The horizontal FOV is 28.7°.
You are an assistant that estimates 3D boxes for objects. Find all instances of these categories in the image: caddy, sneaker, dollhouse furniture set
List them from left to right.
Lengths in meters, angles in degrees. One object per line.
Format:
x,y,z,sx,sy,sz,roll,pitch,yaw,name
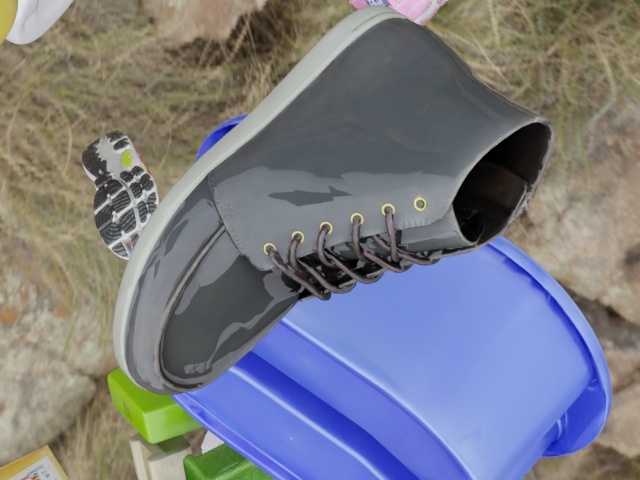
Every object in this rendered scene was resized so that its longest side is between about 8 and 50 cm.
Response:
-0.275,-0.058,1.891,0.107,0.279,0.118,-31,133,8,sneaker
-0.064,0.250,1.139,0.151,0.197,0.301,-23,123,-26,dollhouse furniture set
0.000,0.000,0.577,0.222,0.118,0.083,-52,140,2,sneaker
0.029,0.058,0.860,0.341,0.179,0.241,34,150,14,caddy

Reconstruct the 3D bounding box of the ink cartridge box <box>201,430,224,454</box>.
-0.006,0.229,1.312,0.191,0.082,0.139,6,149,32,ink cartridge box

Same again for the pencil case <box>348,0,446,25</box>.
0.178,-0.441,1.599,0.160,0.167,0.386,44,91,12,pencil case

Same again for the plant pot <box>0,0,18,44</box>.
-0.440,-0.303,1.199,0.254,0.254,0.239,-8,138,-3,plant pot

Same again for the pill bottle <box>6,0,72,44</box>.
-0.476,-0.427,1.591,0.361,0.204,0.204,33,107,0,pill bottle

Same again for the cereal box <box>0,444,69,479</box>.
-0.274,0.339,1.257,0.047,0.173,0.240,-36,83,23,cereal box
